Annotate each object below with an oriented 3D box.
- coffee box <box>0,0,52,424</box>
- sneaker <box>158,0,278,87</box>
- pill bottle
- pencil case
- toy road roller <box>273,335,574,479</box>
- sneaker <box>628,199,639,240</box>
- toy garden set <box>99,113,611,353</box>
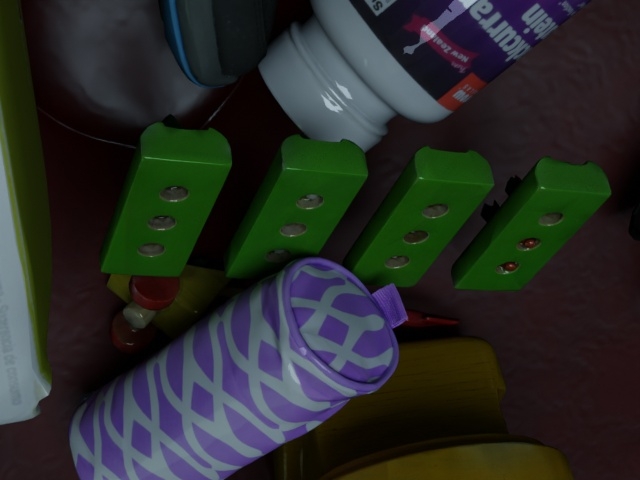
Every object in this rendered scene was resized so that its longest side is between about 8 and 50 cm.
[{"bbox_3d":[-0.286,-0.134,0.434,0.334,0.338,0.338,-8,113,-11],"label":"coffee box"},{"bbox_3d":[-0.006,-0.235,0.581,0.139,0.125,0.341,5,110,-16],"label":"sneaker"},{"bbox_3d":[0.063,-0.130,0.639,0.193,0.108,0.108,-39,115,17],"label":"pill bottle"},{"bbox_3d":[-0.052,0.086,0.672,0.206,0.086,0.088,-33,157,35],"label":"pencil case"},{"bbox_3d":[0.053,0.208,0.754,0.202,0.241,0.329,-5,149,-12],"label":"toy road roller"},{"bbox_3d":[0.300,0.028,0.772,0.276,0.097,0.135,39,97,-21],"label":"sneaker"},{"bbox_3d":[0.000,0.000,0.676,0.244,0.049,0.204,4,148,-20],"label":"toy garden set"}]
